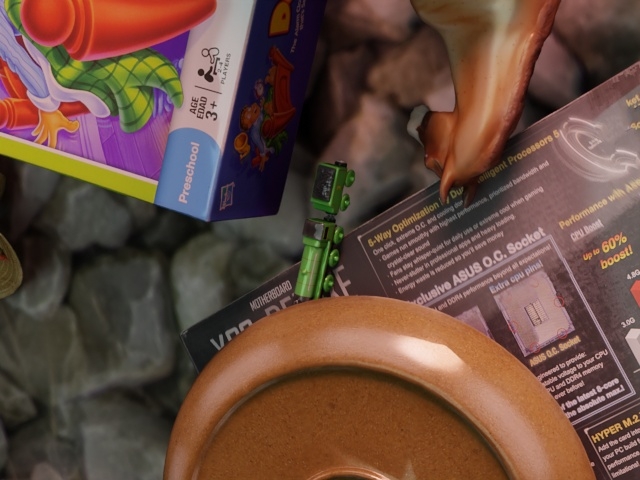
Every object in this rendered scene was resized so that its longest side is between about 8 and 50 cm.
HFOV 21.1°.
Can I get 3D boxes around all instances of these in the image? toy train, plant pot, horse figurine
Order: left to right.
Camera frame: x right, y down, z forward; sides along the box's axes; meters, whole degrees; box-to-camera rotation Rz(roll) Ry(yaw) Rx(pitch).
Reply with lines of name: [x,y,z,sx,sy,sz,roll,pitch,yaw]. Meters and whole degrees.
toy train: [0.000,0.000,0.864,0.017,0.024,0.083,15,98,26]
plant pot: [0.022,0.145,0.849,0.236,0.032,0.236,5,103,22]
horse figurine: [0.106,-0.166,0.824,0.263,0.066,0.174,-44,49,16]

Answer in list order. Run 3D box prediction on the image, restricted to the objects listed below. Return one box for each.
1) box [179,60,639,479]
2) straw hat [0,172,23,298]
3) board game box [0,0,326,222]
box: [0.108,0.083,0.874,0.307,0.076,0.242,-32,81,25]
straw hat: [-0.222,-0.029,1.028,0.144,0.144,0.061,15,60,24]
board game box: [-0.099,-0.207,0.848,0.233,0.078,0.347,17,101,23]
